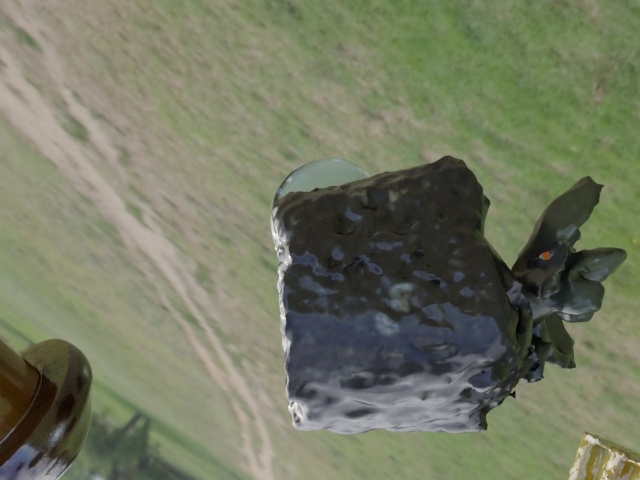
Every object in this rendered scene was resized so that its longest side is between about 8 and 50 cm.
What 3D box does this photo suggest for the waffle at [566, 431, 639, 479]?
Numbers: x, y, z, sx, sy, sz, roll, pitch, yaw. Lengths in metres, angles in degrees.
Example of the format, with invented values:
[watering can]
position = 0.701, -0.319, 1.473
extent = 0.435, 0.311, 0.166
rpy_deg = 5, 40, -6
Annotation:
[waffle]
position = 0.335, 0.314, 1.102
extent = 0.057, 0.168, 0.274
rpy_deg = 17, 180, -21

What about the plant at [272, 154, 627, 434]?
[plant]
position = 0.115, 0.053, 0.924
extent = 0.312, 0.213, 0.215
rpy_deg = -1, 146, -3

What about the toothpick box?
[toothpick box]
position = -0.354, 0.126, 0.997
extent = 0.294, 0.192, 0.192
rpy_deg = 45, 164, -28

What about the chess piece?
[chess piece]
position = 0.000, 0.000, 1.208
extent = 0.133, 0.133, 0.243
rpy_deg = 37, 167, 1
